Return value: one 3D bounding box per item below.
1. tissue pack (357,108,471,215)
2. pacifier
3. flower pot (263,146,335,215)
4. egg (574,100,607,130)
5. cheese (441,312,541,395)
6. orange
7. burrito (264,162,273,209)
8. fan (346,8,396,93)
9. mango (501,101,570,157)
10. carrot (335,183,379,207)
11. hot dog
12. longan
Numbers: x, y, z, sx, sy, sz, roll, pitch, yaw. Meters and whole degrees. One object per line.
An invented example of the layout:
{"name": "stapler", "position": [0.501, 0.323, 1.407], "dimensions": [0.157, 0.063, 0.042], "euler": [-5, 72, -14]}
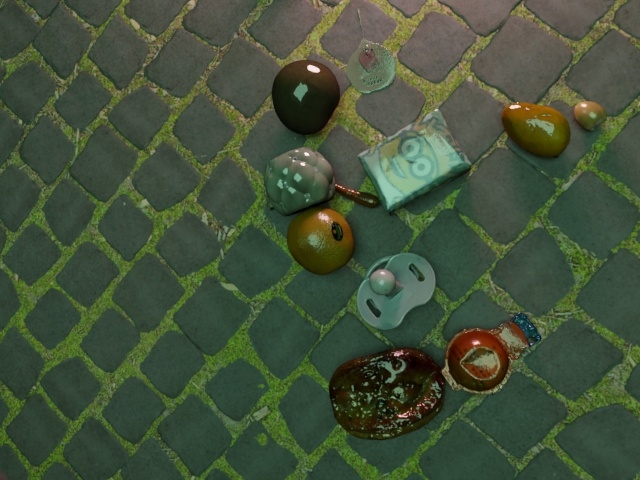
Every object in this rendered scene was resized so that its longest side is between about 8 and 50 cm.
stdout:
{"name": "tissue pack", "position": [0.309, -0.255, 1.725], "dimensions": [0.311, 0.128, 0.227], "euler": [-29, 81, 10]}
{"name": "pacifier", "position": [0.221, 0.141, 1.684], "dimensions": [0.287, 0.226, 0.238], "euler": [-37, 61, 9]}
{"name": "flower pot", "position": [-0.072, -0.200, 1.760], "dimensions": [0.246, 0.246, 0.195], "euler": [-20, 91, 13]}
{"name": "egg", "position": [0.838, -0.392, 1.620], "dimensions": [0.080, 0.080, 0.096], "euler": [-33, 71, 11]}
{"name": "cheese", "position": [0.537, 0.357, 1.643], "dimensions": [0.329, 0.129, 0.216], "euler": [-35, 77, -2]}
{"name": "orange", "position": [0.000, 0.000, 1.746], "dimensions": [0.237, 0.236, 0.236], "euler": [-1, 88, 14]}
{"name": "burrito", "position": [-0.176, -0.198, 1.885], "dimensions": [0.051, 0.042, 0.171], "euler": [-6, 80, 44]}
{"name": "fan", "position": [0.163, -0.676, 1.837], "dimensions": [0.182, 0.010, 0.310], "euler": [-14, 85, 14]}
{"name": "mango", "position": [0.681, -0.360, 1.644], "dimensions": [0.227, 0.109, 0.147], "euler": [39, 121, 12]}
{"name": "carrot", "position": [0.105, -0.164, 1.817], "dimensions": [0.216, 0.048, 0.048], "euler": [23, 93, 19]}
{"name": "hot dog", "position": [0.213, 0.495, 1.692], "dimensions": [0.388, 0.174, 0.266], "euler": [-17, 82, 14]}
{"name": "longan", "position": [-0.048, -0.487, 1.779], "dimensions": [0.248, 0.248, 0.248], "euler": [-1, 88, 14]}
